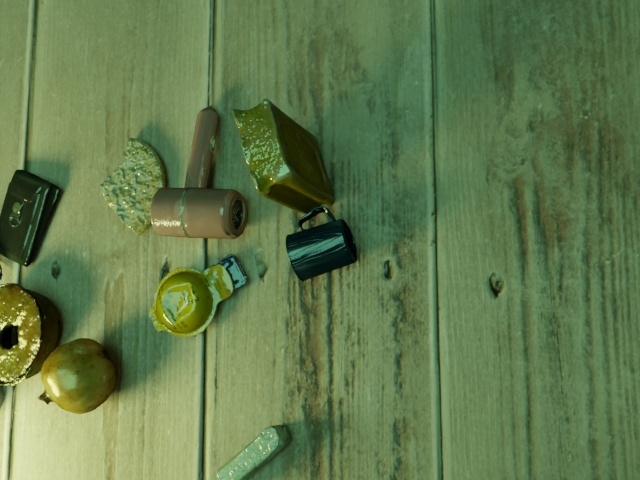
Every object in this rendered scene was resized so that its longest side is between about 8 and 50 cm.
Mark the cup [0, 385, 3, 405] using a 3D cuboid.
[{"bbox_3d":[-0.963,0.401,1.877,0.134,0.142,0.173,-38,73,11],"label":"cup"}]

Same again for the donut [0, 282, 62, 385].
[{"bbox_3d":[-0.808,0.250,1.871,0.272,0.107,0.272,-3,84,23],"label":"donut"}]

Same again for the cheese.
[{"bbox_3d":[-0.307,0.136,1.735,0.270,0.069,0.177,-32,75,9],"label":"cheese"}]

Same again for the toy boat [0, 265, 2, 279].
[{"bbox_3d":[-0.951,0.068,1.959,0.175,0.091,0.110,34,128,16],"label":"toy boat"}]

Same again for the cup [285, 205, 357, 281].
[{"bbox_3d":[-0.001,0.004,1.621,0.138,0.113,0.150,-19,102,13],"label":"cup"}]

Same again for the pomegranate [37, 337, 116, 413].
[{"bbox_3d":[-0.614,0.346,1.752,0.196,0.196,0.196,-2,82,18],"label":"pomegranate"}]

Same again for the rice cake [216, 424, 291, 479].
[{"bbox_3d":[-0.159,0.507,1.640,0.206,0.069,0.063,-42,73,8],"label":"rice cake"}]

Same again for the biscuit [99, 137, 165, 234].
[{"bbox_3d":[-0.492,-0.142,1.846,0.188,0.040,0.265,-4,80,17],"label":"biscuit"}]

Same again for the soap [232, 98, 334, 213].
[{"bbox_3d":[-0.074,-0.180,1.570,0.091,0.315,0.199,-22,76,14],"label":"soap"}]

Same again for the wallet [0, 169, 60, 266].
[{"bbox_3d":[-0.827,-0.064,1.944,0.169,0.052,0.245,22,92,23],"label":"wallet"}]

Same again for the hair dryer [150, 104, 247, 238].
[{"bbox_3d":[-0.285,-0.178,1.751,0.210,0.125,0.352,3,77,18],"label":"hair dryer"}]
